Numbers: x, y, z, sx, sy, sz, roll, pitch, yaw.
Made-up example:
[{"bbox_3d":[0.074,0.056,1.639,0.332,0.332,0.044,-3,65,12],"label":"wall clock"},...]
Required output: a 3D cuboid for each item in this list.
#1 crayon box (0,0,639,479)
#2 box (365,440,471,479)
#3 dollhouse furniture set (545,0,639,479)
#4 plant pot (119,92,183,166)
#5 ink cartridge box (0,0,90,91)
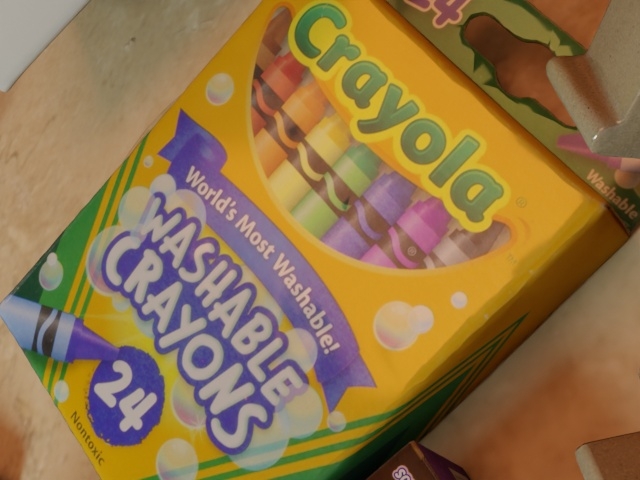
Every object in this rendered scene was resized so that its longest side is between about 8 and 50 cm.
[{"bbox_3d":[0.000,0.000,0.453,0.323,0.083,0.203,-47,64,11],"label":"crayon box"},{"bbox_3d":[0.044,0.251,0.325,0.201,0.057,0.293,-43,47,8],"label":"box"},{"bbox_3d":[0.184,-0.007,0.255,0.262,0.135,0.259,104,158,-45],"label":"dollhouse furniture set"},{"bbox_3d":[-0.071,-0.010,0.596,0.236,0.032,0.236,-19,57,32],"label":"plant pot"},{"bbox_3d":[-0.172,-0.341,0.715,0.385,0.160,0.279,-39,27,19],"label":"ink cartridge box"}]
